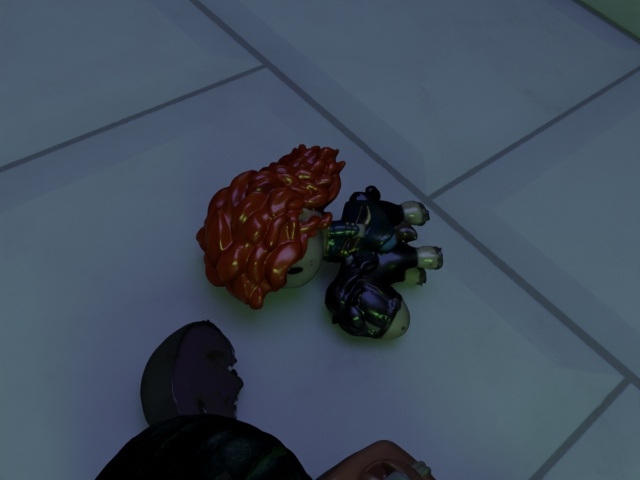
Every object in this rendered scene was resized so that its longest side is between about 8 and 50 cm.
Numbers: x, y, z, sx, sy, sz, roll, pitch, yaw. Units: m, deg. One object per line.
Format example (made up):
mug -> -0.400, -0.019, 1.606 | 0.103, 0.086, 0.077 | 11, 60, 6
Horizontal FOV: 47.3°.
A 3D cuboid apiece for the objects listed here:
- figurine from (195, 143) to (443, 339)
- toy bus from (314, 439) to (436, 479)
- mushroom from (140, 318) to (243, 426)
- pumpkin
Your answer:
figurine -> 0.008, 0.009, 1.230 | 0.411, 0.241, 0.306 | 26, 71, -15
toy bus -> 0.102, 0.384, 0.907 | 0.194, 0.232, 0.288 | -24, 57, -33
mushroom -> -0.196, 0.209, 1.059 | 0.117, 0.141, 0.188 | -11, 43, 22
pumpkin -> -0.118, 0.334, 0.845 | 0.315, 0.315, 0.238 | 38, 46, 19
